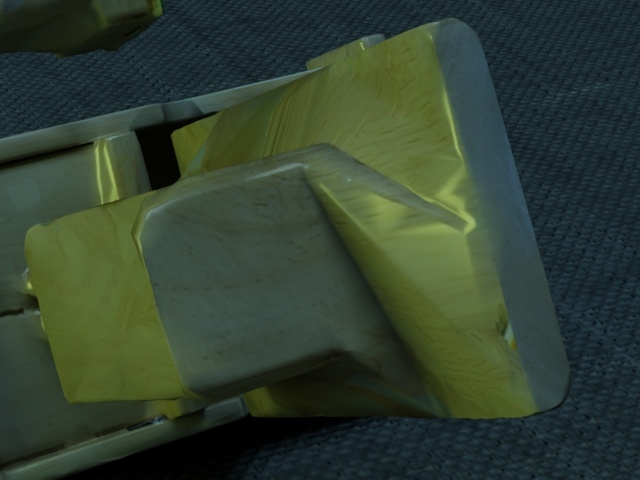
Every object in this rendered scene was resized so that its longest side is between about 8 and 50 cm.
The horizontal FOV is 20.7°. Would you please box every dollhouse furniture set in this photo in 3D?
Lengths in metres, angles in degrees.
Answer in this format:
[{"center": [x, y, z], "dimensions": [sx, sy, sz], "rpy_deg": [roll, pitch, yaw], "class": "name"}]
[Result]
[{"center": [0.000, 0.000, 0.700], "dimensions": [0.256, 0.362, 0.394], "rpy_deg": [-16, 2, -25], "class": "dollhouse furniture set"}]
